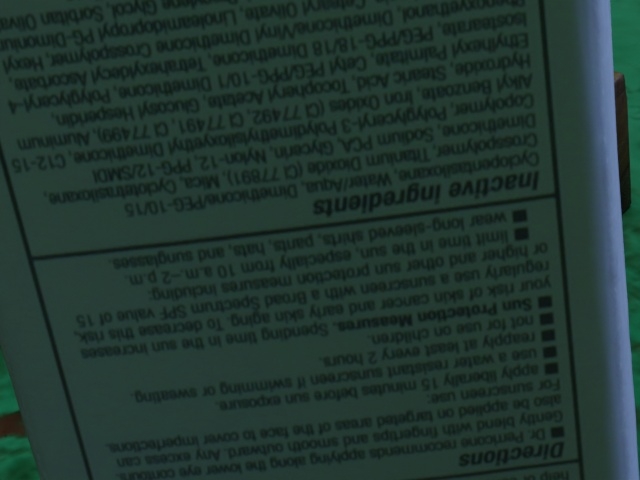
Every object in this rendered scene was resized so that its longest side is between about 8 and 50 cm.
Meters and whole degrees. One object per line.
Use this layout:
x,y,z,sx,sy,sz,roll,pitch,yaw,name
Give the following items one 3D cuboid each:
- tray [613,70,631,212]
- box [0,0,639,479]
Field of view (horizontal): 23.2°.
-0.087,-0.039,0.737,0.411,0.076,0.203,14,37,34,tray
0.000,0.000,0.394,0.148,0.311,0.121,-6,29,4,box
